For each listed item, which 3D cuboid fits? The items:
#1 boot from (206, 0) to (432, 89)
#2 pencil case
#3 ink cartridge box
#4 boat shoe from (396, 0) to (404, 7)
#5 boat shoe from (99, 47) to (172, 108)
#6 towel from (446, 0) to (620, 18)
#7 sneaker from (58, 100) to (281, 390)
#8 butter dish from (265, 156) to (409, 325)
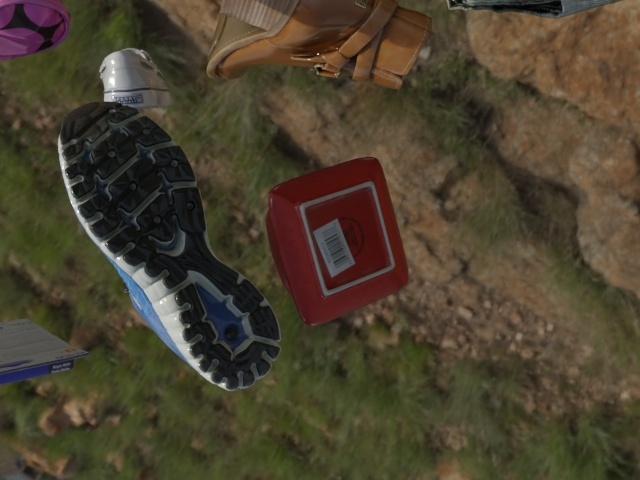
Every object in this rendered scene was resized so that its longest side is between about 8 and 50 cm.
[{"bbox_3d":[-0.008,-0.228,1.062,0.220,0.109,0.283,16,162,-9],"label":"boot"},{"bbox_3d":[-0.305,-0.259,0.824,0.209,0.098,0.095,60,155,14],"label":"pencil case"},{"bbox_3d":[-0.477,0.175,1.339,0.224,0.223,0.045,14,107,48],"label":"ink cartridge box"},{"bbox_3d":[0.091,-0.453,1.669,0.105,0.285,0.089,-6,159,36],"label":"boat shoe"},{"bbox_3d":[-0.272,-0.232,1.342,0.096,0.267,0.088,-6,99,-1],"label":"boat shoe"},{"bbox_3d":[0.362,-0.358,1.220,0.312,0.324,0.056,-142,35,-65],"label":"towel"},{"bbox_3d":[-0.177,0.012,0.975,0.147,0.130,0.330,-11,109,61],"label":"sneaker"},{"bbox_3d":[0.000,0.000,1.056,0.118,0.160,0.160,-4,104,56],"label":"butter dish"}]
